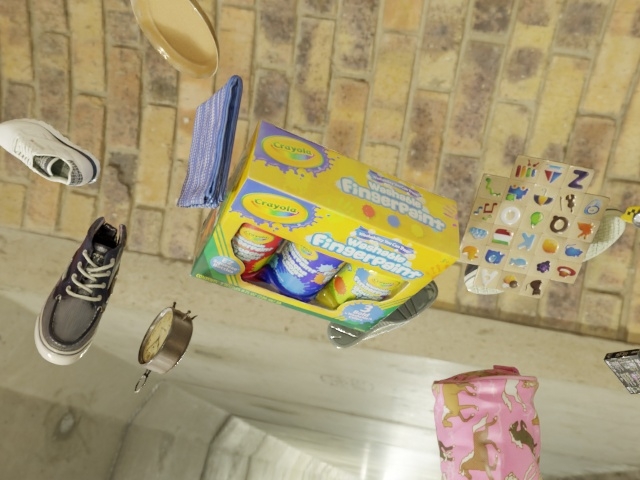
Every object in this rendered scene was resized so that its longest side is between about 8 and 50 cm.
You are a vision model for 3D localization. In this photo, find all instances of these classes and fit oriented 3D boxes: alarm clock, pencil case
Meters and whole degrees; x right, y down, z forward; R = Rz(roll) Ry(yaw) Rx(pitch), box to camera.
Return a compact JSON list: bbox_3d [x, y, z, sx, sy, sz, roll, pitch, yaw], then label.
[{"bbox_3d":[-0.319,0.220,1.195,0.192,0.064,0.129,-59,28,-11],"label":"alarm clock"},{"bbox_3d":[0.256,0.375,0.848,0.167,0.160,0.385,36,-133,-69],"label":"pencil case"}]

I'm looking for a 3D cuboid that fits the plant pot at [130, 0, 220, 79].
[{"bbox_3d":[-0.297,-0.447,1.241,0.032,0.236,0.236,-50,-22,-26],"label":"plant pot"}]

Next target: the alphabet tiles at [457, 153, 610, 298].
[{"bbox_3d":[0.480,-0.023,1.359,0.011,0.285,0.342,-79,0,-61],"label":"alphabet tiles"}]

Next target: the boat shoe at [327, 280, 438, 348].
[{"bbox_3d":[0.168,0.188,1.580,0.118,0.320,0.103,59,-165,14],"label":"boat shoe"}]

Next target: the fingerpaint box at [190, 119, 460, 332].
[{"bbox_3d":[0.000,0.000,1.246,0.371,0.445,0.163,-49,27,47],"label":"fingerpaint box"}]

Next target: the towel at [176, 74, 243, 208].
[{"bbox_3d":[-0.231,-0.183,1.188,0.336,0.040,0.243,-175,95,-66],"label":"towel"}]

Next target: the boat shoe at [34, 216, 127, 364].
[{"bbox_3d":[-0.506,0.090,1.270,0.158,0.127,0.340,-56,25,32],"label":"boat shoe"}]

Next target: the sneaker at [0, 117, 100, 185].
[{"bbox_3d":[-0.573,-0.181,1.211,0.095,0.235,0.090,-52,-15,-64],"label":"sneaker"}]

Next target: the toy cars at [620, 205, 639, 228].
[{"bbox_3d":[0.691,-0.032,1.060,0.393,0.177,0.087,-47,-26,-80],"label":"toy cars"}]

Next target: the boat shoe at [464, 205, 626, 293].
[{"bbox_3d":[0.573,0.004,1.595,0.500,0.187,0.155,-38,43,54],"label":"boat shoe"}]

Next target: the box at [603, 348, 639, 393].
[{"bbox_3d":[0.542,0.226,1.021,0.018,0.083,0.067,-44,6,-33],"label":"box"}]
